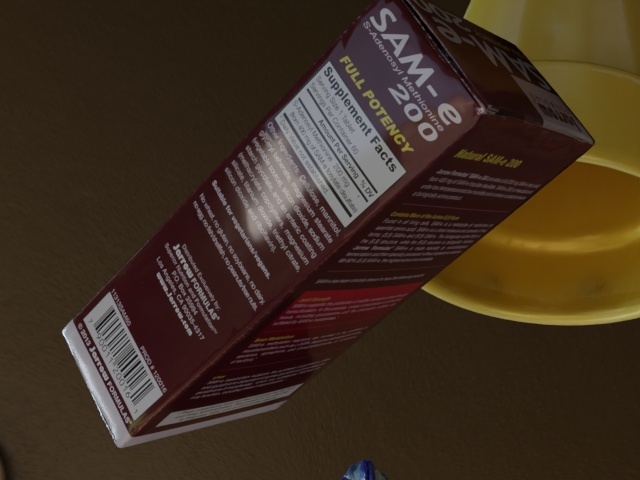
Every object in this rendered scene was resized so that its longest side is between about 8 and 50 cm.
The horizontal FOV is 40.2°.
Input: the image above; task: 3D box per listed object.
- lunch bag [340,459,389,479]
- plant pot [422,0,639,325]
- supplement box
[{"bbox_3d":[0.042,0.251,0.615,0.129,0.096,0.151,54,-145,-15],"label":"lunch bag"},{"bbox_3d":[0.186,-0.091,0.708,0.254,0.254,0.239,10,-119,3],"label":"plant pot"},{"bbox_3d":[0.000,0.000,0.421,0.239,0.130,0.073,-42,-112,26],"label":"supplement box"}]
